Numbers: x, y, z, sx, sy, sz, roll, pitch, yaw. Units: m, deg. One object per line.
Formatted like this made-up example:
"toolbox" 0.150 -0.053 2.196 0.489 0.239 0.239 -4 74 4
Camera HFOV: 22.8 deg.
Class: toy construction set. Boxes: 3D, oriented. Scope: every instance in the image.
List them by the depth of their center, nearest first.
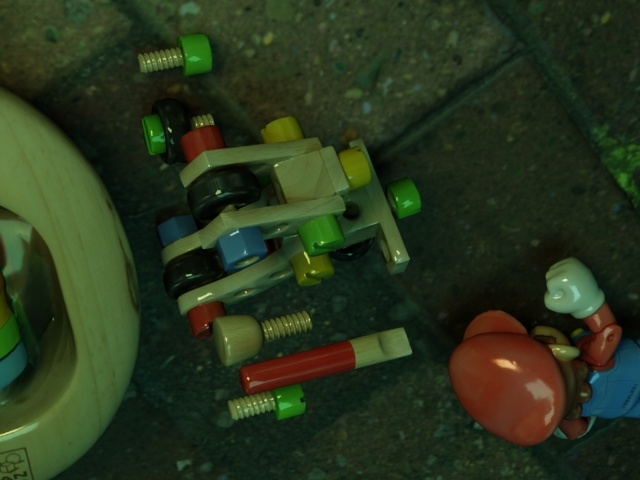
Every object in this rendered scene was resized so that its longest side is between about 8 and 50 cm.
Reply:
"toy construction set" 0.000 0.000 1.349 0.237 0.309 0.257 -12 137 -16

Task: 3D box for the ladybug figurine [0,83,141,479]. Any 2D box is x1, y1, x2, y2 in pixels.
"ladybug figurine" -0.312 0.035 1.341 0.305 0.162 0.449 -12 128 -10

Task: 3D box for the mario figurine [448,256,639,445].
"mario figurine" 0.264 0.116 1.654 0.320 0.170 0.198 2 90 -33
